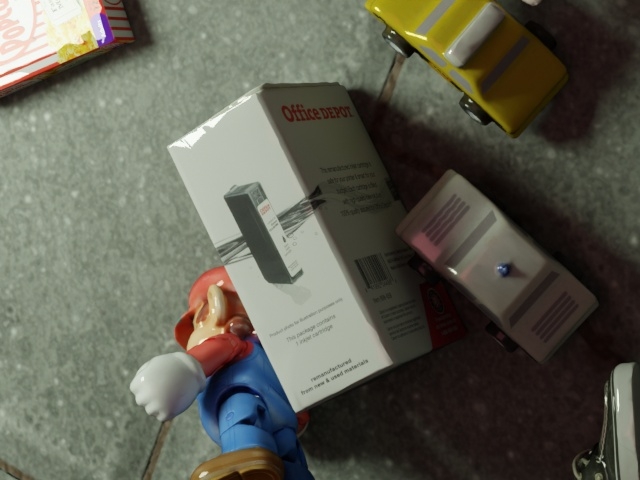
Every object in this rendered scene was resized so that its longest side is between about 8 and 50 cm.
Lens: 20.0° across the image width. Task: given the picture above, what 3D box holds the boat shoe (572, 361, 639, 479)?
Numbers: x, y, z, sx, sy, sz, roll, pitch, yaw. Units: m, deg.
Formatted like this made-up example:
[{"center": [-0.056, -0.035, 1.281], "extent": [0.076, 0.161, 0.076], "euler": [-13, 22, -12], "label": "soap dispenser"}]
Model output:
[{"center": [0.262, 0.218, 1.635], "extent": [0.070, 0.078, 0.219], "euler": [1, 97, 23], "label": "boat shoe"}]

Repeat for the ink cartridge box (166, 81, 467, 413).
[{"center": [0.000, 0.000, 1.662], "extent": [0.114, 0.197, 0.272], "euler": [-28, 84, 24], "label": "ink cartridge box"}]

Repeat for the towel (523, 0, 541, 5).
[{"center": [0.192, -0.419, 1.529], "extent": [0.317, 0.053, 0.332], "euler": [-38, 97, 17], "label": "towel"}]

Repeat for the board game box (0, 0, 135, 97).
[{"center": [-0.299, -0.238, 1.852], "extent": [0.193, 0.045, 0.146], "euler": [-20, 87, 24], "label": "board game box"}]

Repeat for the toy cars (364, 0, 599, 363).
[{"center": [0.147, -0.077, 1.618], "extent": [0.176, 0.087, 0.393], "euler": [-8, 91, -1], "label": "toy cars"}]

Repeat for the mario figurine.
[{"center": [-0.087, 0.156, 1.680], "extent": [0.170, 0.320, 0.198], "euler": [-4, 127, -4], "label": "mario figurine"}]
